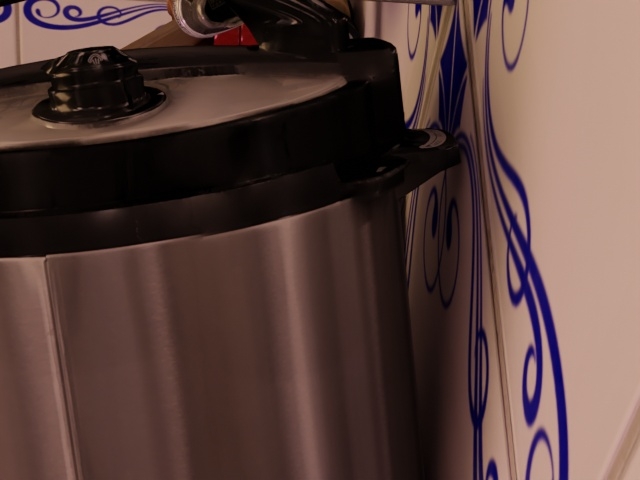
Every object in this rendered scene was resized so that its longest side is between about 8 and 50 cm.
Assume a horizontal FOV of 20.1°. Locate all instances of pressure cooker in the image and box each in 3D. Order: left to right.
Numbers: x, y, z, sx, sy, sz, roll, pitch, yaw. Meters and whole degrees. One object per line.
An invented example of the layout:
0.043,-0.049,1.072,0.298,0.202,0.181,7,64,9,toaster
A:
-0.117,0.031,1.164,0.375,0.370,0.420,6,109,42,pressure cooker

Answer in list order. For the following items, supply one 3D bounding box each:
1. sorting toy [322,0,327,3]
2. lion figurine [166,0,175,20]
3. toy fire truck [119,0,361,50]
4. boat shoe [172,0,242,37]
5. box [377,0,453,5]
0.024,-0.213,1.454,0.127,0.126,0.365,-44,-14,-18,sorting toy
-0.092,-0.270,1.983,0.392,0.142,0.240,-109,-7,-67,lion figurine
-0.091,-0.141,1.766,0.158,0.246,0.217,-98,12,-64,toy fire truck
-0.028,-0.247,1.605,0.078,0.219,0.070,58,160,-17,boat shoe
0.005,-0.229,1.221,0.091,0.170,0.130,-120,34,-80,box
